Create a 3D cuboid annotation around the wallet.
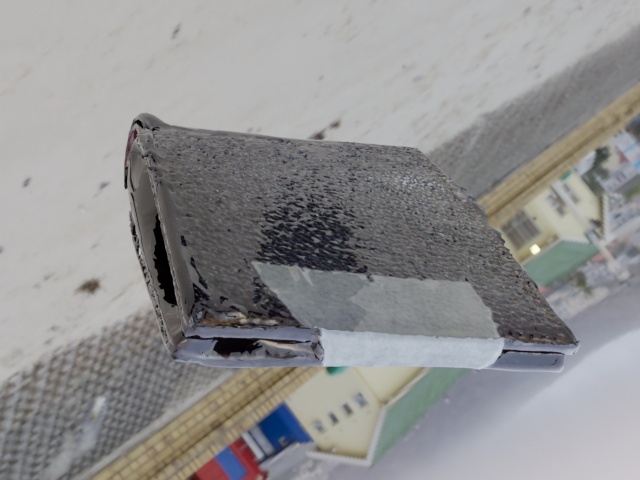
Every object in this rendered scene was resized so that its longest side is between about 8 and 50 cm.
[{"bbox_3d":[0.000,0.000,0.555,0.262,0.221,0.071,-123,-136,-59],"label":"wallet"}]
